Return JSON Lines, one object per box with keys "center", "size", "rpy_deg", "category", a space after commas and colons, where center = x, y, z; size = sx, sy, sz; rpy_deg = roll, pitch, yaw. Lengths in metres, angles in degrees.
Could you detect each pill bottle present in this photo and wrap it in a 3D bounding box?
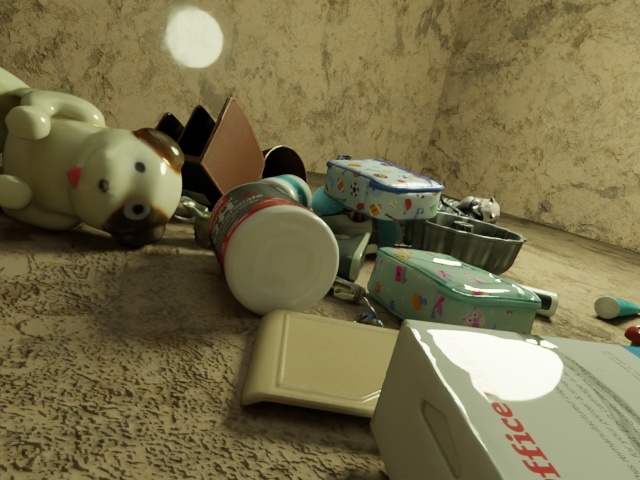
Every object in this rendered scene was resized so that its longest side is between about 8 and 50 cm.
{"center": [-0.109, -0.112, 1.350], "size": [0.147, 0.146, 0.264], "rpy_deg": [13, 12, 8], "category": "pill bottle"}
{"center": [-0.102, -0.006, 0.836], "size": [0.177, 0.176, 0.318], "rpy_deg": [7, 14, -21], "category": "pill bottle"}

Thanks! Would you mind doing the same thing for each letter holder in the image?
{"center": [-0.273, -0.216, 1.208], "size": [0.152, 0.214, 0.301], "rpy_deg": [15, -20, 15], "category": "letter holder"}

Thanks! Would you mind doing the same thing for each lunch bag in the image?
{"center": [0.163, -0.146, 1.270], "size": [0.244, 0.114, 0.303], "rpy_deg": [-7, 26, -30], "category": "lunch bag"}
{"center": [0.233, 0.092, 0.860], "size": [0.224, 0.107, 0.279], "rpy_deg": [5, 15, -27], "category": "lunch bag"}

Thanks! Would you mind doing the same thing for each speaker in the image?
{"center": [0.434, 0.123, 1.026], "size": [0.136, 0.055, 0.055], "rpy_deg": [14, 13, 10], "category": "speaker"}

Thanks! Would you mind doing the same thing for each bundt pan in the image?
{"center": [0.379, 0.010, 1.307], "size": [0.331, 0.124, 0.331], "rpy_deg": [12, 12, -3], "category": "bundt pan"}

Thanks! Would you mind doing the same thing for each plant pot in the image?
{"center": [-0.201, -0.199, 1.576], "size": [0.231, 0.215, 0.216], "rpy_deg": [4, 5, 38], "category": "plant pot"}

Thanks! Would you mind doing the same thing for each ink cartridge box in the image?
{"center": [0.221, 0.185, 0.375], "size": [0.308, 0.128, 0.223], "rpy_deg": [9, 20, -13], "category": "ink cartridge box"}

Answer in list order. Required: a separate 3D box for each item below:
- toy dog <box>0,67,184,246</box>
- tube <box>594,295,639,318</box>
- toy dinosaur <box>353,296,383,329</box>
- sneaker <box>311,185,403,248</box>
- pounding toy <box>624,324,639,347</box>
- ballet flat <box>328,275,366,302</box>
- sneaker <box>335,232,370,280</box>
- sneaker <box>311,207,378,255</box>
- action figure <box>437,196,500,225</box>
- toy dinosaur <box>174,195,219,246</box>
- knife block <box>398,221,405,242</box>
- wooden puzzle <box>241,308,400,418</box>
{"center": [-0.472, -0.129, 0.943], "size": [0.408, 0.284, 0.395], "rpy_deg": [19, -5, 23], "category": "toy dog"}
{"center": [0.724, 0.160, 1.152], "size": [0.207, 0.052, 0.080], "rpy_deg": [6, 18, -44], "category": "tube"}
{"center": [0.079, 0.136, 0.741], "size": [0.090, 0.047, 0.082], "rpy_deg": [48, 8, 5], "category": "toy dinosaur"}
{"center": [0.146, -0.064, 1.439], "size": [0.319, 0.127, 0.208], "rpy_deg": [34, 12, 31], "category": "sneaker"}
{"center": [0.428, 0.180, 0.656], "size": [0.237, 0.109, 0.183], "rpy_deg": [8, 13, -17], "category": "pounding toy"}
{"center": [0.025, 0.086, 0.867], "size": [0.115, 0.041, 0.041], "rpy_deg": [16, 14, 23], "category": "ballet flat"}
{"center": [0.043, 0.018, 1.066], "size": [0.118, 0.083, 0.222], "rpy_deg": [13, 14, 9], "category": "sneaker"}
{"center": [0.060, -0.043, 1.295], "size": [0.100, 0.107, 0.272], "rpy_deg": [-2, 17, -42], "category": "sneaker"}
{"center": [0.467, -0.107, 1.627], "size": [0.341, 0.178, 0.330], "rpy_deg": [34, -14, -21], "category": "action figure"}
{"center": [-0.161, -0.022, 1.062], "size": [0.314, 0.120, 0.160], "rpy_deg": [13, 24, -13], "category": "toy dinosaur"}
{"center": [0.227, -0.051, 1.573], "size": [0.088, 0.241, 0.276], "rpy_deg": [1, -28, -42], "category": "knife block"}
{"center": [0.034, 0.154, 0.584], "size": [0.239, 0.044, 0.221], "rpy_deg": [6, 14, -3], "category": "wooden puzzle"}
